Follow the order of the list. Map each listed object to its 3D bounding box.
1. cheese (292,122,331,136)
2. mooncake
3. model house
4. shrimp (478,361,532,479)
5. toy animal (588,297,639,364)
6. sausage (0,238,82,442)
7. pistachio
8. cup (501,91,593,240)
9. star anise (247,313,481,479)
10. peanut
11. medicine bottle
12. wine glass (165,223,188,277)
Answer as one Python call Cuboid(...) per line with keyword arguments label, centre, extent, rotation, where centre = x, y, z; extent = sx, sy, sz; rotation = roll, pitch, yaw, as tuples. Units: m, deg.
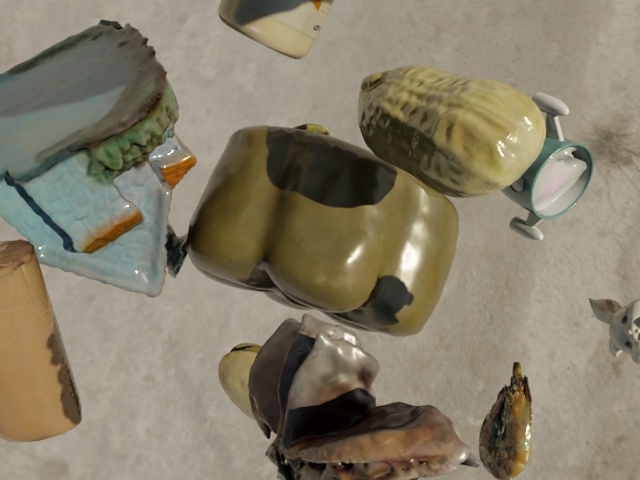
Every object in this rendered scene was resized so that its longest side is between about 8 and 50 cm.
Cuboid(label="cheese", centre=(-0.006, -0.179, 1.196), extent=(0.084, 0.041, 0.060), rotation=(24, 150, 21))
Cuboid(label="mooncake", centre=(0.000, 0.000, 1.183), extent=(0.467, 0.467, 0.262), rotation=(19, 79, -3))
Cuboid(label="model house", centre=(-0.318, -0.090, 1.025), extent=(0.297, 0.360, 0.339), rotation=(-32, 133, -11))
Cuboid(label="shrimp", centre=(0.297, 0.287, 1.069), extent=(0.042, 0.101, 0.190), rotation=(12, 88, -36))
Cuboid(label="toy animal", centre=(0.338, 0.085, 0.677), extent=(0.124, 0.085, 0.070), rotation=(-18, 89, 35))
Cuboid(label="sausage", centre=(-0.377, 0.129, 0.809), extent=(0.123, 0.123, 0.252), rotation=(-3, 118, 4))
Cuboid(label="pistachio", centre=(-0.104, 0.293, 1.335), extent=(0.215, 0.144, 0.143), rotation=(32, 106, 5))
Cuboid(label="cup", centre=(0.420, -0.147, 1.336), extent=(0.168, 0.173, 0.299), rotation=(-15, 123, -26))
Cuboid(label="star anise", centre=(0.020, 0.141, 0.429), extent=(0.093, 0.236, 0.229), rotation=(-15, 70, -20))
Cuboid(label="peanut", centre=(0.149, -0.141, 0.846), extent=(0.152, 0.313, 0.152), rotation=(-14, 118, -28))
Cuboid(label="medicine bottle", centre=(-0.013, -0.330, 0.716), extent=(0.114, 0.114, 0.252), rotation=(25, 105, -4))
Cuboid(label="wine glass", centre=(-0.360, -0.005, 1.319), extent=(0.205, 0.111, 0.111), rotation=(25, 107, -16))
